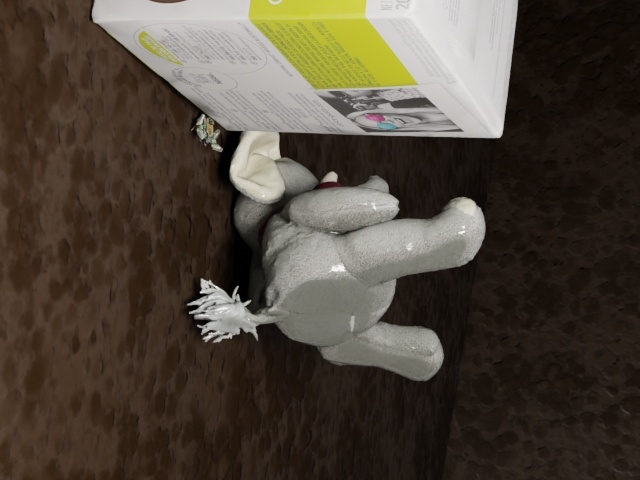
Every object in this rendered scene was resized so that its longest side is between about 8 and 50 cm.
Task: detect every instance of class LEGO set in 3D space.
[{"bbox_3d":[-0.133,-0.135,1.789,0.054,0.023,0.083,-42,119,-69],"label":"LEGO set"}]

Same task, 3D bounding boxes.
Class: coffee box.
[{"bbox_3d":[0.005,-0.318,1.647,0.338,0.334,0.338,36,59,-64],"label":"coffee box"}]

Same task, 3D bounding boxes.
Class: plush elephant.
[{"bbox_3d":[0.000,0.000,1.886,0.255,0.330,0.272,-101,-169,-45],"label":"plush elephant"}]
